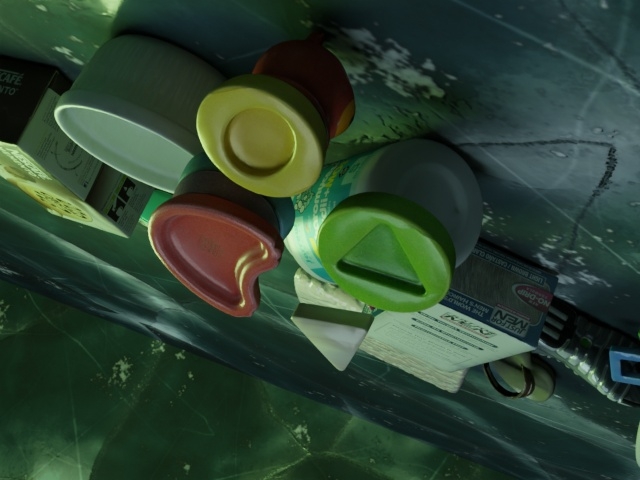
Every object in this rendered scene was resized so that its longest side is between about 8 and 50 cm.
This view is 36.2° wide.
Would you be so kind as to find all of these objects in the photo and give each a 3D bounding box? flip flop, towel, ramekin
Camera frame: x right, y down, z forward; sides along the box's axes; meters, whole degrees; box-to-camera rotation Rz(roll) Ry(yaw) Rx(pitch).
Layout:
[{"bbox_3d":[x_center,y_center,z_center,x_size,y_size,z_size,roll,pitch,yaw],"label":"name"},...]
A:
[{"bbox_3d":[0.320,0.220,1.644,0.112,0.080,0.277,14,162,28],"label":"flip flop"},{"bbox_3d":[0.118,0.165,1.768,0.332,0.053,0.317,24,166,11],"label":"towel"},{"bbox_3d":[-0.186,-0.143,1.117,0.207,0.109,0.207,21,163,7],"label":"ramekin"}]

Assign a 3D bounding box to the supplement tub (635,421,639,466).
[{"bbox_3d":[0.564,0.281,1.385,0.199,0.144,0.144,12,161,29],"label":"supplement tub"}]

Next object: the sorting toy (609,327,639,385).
[{"bbox_3d":[0.535,0.197,1.227,0.347,0.047,0.196,18,139,17],"label":"sorting toy"}]

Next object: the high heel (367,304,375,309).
[{"bbox_3d":[0.000,0.000,1.291,0.244,0.117,0.082,24,-168,-20],"label":"high heel"}]

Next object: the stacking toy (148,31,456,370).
[{"bbox_3d":[-0.007,-0.034,0.970,0.279,0.130,0.309,35,140,-6],"label":"stacking toy"}]

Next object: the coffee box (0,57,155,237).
[{"bbox_3d":[-0.384,-0.131,1.406,0.168,0.119,0.297,17,163,25],"label":"coffee box"}]

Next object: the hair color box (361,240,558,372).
[{"bbox_3d":[0.179,0.094,1.384,0.174,0.105,0.347,24,164,-5],"label":"hair color box"}]

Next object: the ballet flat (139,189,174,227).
[{"bbox_3d":[-0.220,-0.035,1.590,0.203,0.074,0.074,11,160,30],"label":"ballet flat"}]

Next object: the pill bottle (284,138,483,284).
[{"bbox_3d":[0.052,-0.024,1.105,0.146,0.146,0.264,30,162,-22],"label":"pill bottle"}]

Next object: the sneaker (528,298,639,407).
[{"bbox_3d":[0.364,0.155,1.400,0.228,0.086,0.132,37,166,-10],"label":"sneaker"}]
